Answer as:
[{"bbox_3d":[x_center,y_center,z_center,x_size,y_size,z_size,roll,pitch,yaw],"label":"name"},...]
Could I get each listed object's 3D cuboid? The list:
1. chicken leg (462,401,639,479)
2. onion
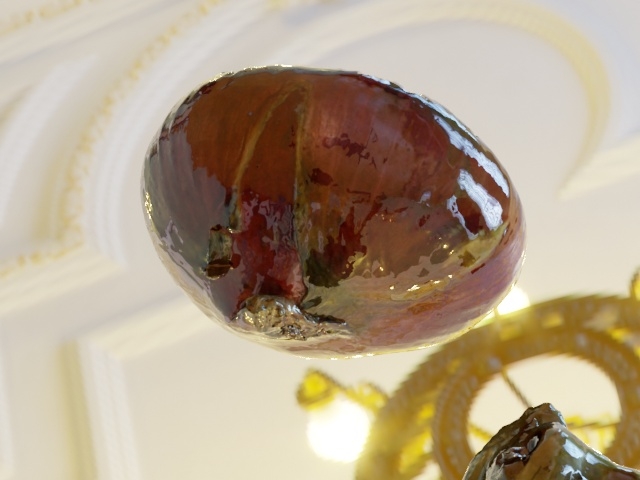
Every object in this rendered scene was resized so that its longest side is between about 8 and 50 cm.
[{"bbox_3d":[0.027,0.229,0.852,0.361,0.140,0.211,-59,-152,8],"label":"chicken leg"},{"bbox_3d":[0.004,-0.007,1.082,0.248,0.248,0.161,8,-103,29],"label":"onion"}]
